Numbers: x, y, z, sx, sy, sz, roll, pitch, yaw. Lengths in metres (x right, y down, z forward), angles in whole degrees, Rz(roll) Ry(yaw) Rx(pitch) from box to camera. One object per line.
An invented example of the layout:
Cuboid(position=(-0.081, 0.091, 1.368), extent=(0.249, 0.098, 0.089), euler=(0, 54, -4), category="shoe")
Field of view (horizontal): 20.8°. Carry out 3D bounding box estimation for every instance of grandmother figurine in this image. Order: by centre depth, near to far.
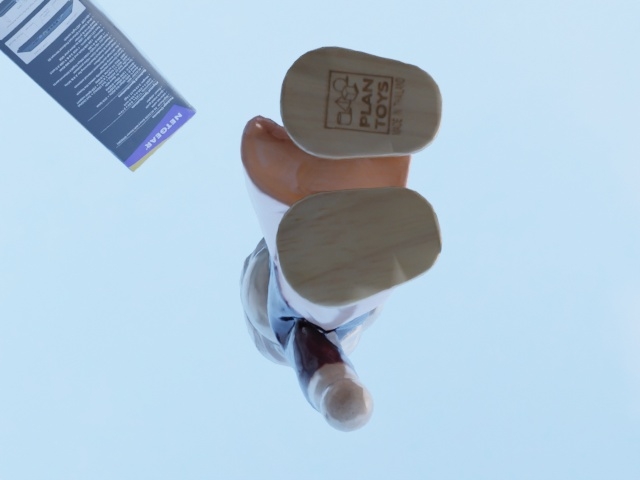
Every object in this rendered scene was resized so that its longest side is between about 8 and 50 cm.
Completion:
Cuboid(position=(0.000, 0.000, 0.941), extent=(0.104, 0.342, 0.208), euler=(11, -106, -3), category="grandmother figurine")

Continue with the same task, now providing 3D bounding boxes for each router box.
Cuboid(position=(-0.262, -0.222, 1.468), extent=(0.081, 0.243, 0.309), euler=(-44, -129, 1), category="router box")
